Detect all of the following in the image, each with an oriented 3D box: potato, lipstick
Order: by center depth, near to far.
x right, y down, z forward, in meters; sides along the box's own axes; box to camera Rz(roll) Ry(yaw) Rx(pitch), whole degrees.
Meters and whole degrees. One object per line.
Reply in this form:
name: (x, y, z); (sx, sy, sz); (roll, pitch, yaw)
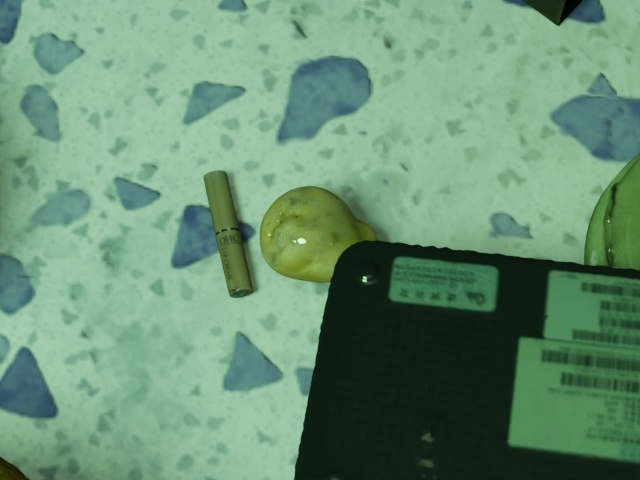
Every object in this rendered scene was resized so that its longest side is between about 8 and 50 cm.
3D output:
potato: (0.000, 0.000, 1.199); (0.083, 0.062, 0.068); (28, 85, -13)
lipstick: (-0.066, -0.005, 1.217); (0.019, 0.019, 0.094); (-12, 69, -6)

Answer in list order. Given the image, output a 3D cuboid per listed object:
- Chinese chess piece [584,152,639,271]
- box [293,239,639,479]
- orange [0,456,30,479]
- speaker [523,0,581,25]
Chinese chess piece: (0.277, 0.014, 1.182); (0.188, 0.083, 0.188); (0, 66, 0)
box: (0.167, 0.114, 1.050); (0.350, 0.058, 0.211); (6, 55, 6)
orange: (-0.293, 0.266, 0.950); (0.357, 0.322, 0.322); (-17, 70, -1)
speaker: (0.220, -0.269, 1.309); (0.082, 0.044, 0.218); (39, 74, 13)
